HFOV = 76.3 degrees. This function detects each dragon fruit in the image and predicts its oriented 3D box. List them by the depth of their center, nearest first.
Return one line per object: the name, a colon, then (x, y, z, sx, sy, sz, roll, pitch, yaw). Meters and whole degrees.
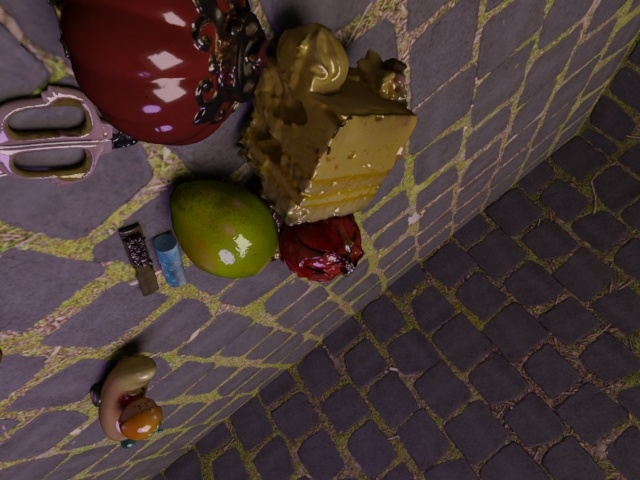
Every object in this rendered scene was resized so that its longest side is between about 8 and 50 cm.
dragon fruit: (0.000, 0.000, 0.847, 0.172, 0.210, 0.172, -6, 99, -41)

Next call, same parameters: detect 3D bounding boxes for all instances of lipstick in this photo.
lipstick: (-0.327, 0.048, 0.892, 0.048, 0.048, 0.157, -28, 155, -25)

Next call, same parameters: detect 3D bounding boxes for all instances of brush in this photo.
brush: (-0.373, 0.056, 0.855, 0.043, 0.036, 0.248, -22, 152, -26)

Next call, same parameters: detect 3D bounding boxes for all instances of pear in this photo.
pear: (-0.195, -0.028, 0.796, 0.220, 0.187, 0.187, 31, 113, -28)

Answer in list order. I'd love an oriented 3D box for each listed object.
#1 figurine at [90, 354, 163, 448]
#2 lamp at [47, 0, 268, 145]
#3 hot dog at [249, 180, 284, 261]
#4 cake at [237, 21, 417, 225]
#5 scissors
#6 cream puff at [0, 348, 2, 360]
figurine: (-0.515, 0.444, 1.112, 0.124, 0.222, 0.324, -7, 142, -47)
lamp: (-0.162, -0.216, 0.449, 0.227, 0.227, 0.226, -32, 156, -16)
hot dog: (-0.095, -0.073, 0.943, 0.175, 0.114, 0.259, -10, 139, -41)
cake: (0.013, -0.207, 0.713, 0.228, 0.222, 0.286, -17, 148, -44)
scissors: (-0.306, -0.151, 0.593, 0.318, 0.024, 0.160, -18, 147, -40)
cream puff: (-0.608, 0.190, 0.650, 0.165, 0.115, 0.150, -51, 163, 3)
